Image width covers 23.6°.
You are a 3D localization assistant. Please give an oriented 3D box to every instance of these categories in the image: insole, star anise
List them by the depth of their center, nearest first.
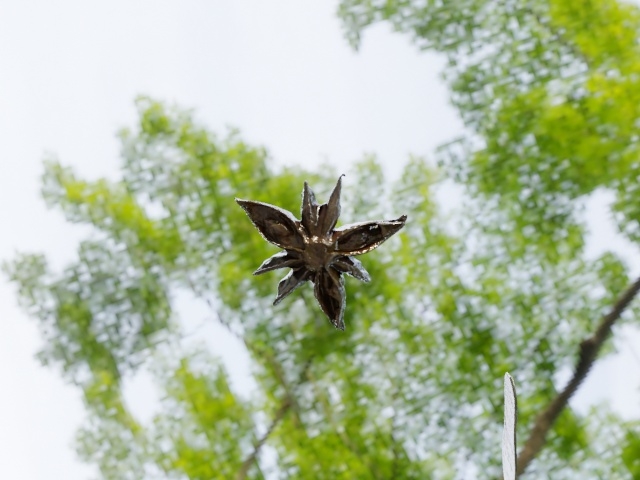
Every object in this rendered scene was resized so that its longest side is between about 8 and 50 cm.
[{"bbox_3d":[-0.012,-0.002,1.215,0.129,0.056,0.124,27,-75,-8],"label":"star anise"},{"bbox_3d":[0.227,0.238,1.830,0.065,0.004,0.197,-104,-172,-52],"label":"insole"}]
